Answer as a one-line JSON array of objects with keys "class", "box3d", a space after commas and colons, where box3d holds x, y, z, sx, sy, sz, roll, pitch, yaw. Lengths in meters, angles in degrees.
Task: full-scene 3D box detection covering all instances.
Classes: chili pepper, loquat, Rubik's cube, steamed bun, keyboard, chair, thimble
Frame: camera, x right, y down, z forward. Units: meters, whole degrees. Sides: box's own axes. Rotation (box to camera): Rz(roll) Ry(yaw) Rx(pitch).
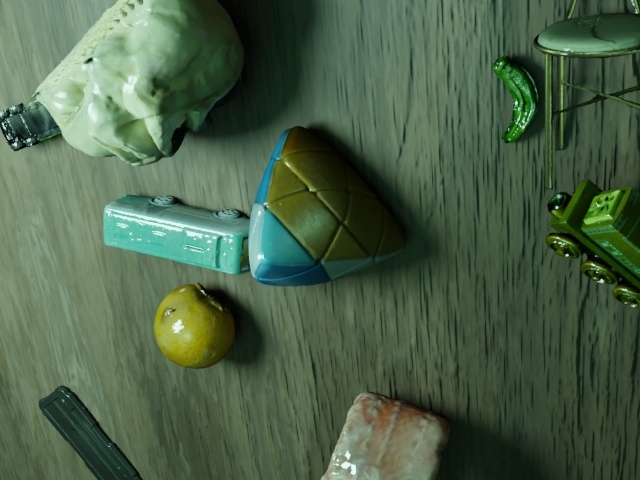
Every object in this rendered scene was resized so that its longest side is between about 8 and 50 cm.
[{"class": "chili pepper", "box3d": [0.257, -0.184, 0.978, 0.055, 0.035, 0.118, 5, 124, 34]}, {"class": "loquat", "box3d": [-0.212, 0.145, 1.255, 0.141, 0.141, 0.141, 9, 115, 19]}, {"class": "Rubik's cube", "box3d": [0.000, 0.000, 1.116, 0.254, 0.254, 0.255, 9, 115, 19]}, {"class": "steamed bun", "box3d": [-0.233, -0.224, 1.048, 0.206, 0.275, 0.320, 42, 156, -31]}, {"class": "keyboard", "box3d": [-0.472, 0.414, 1.545, 0.106, 0.016, 0.262, -34, 97, 31]}, {"class": "chair", "box3d": [0.320, -0.236, 0.861, 0.159, 0.170, 0.326, 2, 119, 24]}, {"class": "thimble", "box3d": [0.099, 0.357, 1.161, 0.162, 0.239, 0.239, 20, 118, 13]}]

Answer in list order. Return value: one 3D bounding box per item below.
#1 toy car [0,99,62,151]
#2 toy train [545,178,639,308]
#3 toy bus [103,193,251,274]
[{"class": "toy car", "box3d": [-0.458, -0.202, 1.248, 0.165, 0.062, 0.071, -13, 107, 27]}, {"class": "toy train", "box3d": [0.385, 0.012, 0.925, 0.225, 0.090, 0.137, 35, 165, -14]}, {"class": "toy bus", "box3d": [-0.216, -0.010, 1.208, 0.261, 0.109, 0.091, 11, 109, 17]}]
